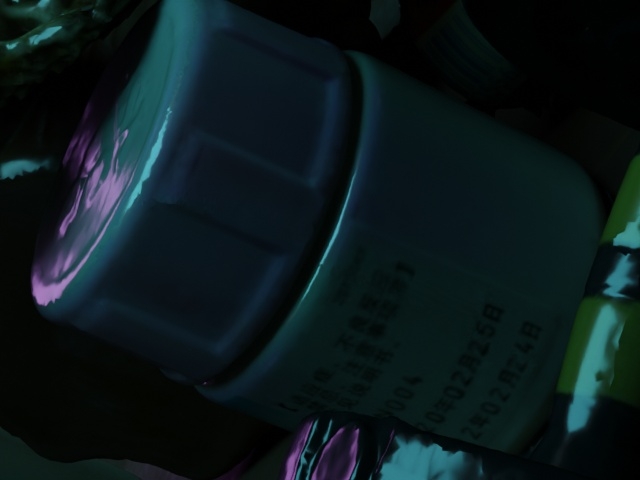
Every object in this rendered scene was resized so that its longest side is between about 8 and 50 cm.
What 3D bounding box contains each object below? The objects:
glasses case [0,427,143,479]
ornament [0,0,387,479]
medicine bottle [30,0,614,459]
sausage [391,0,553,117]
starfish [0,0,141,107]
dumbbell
[{"bbox_3d":[-0.117,0.170,0.762,0.070,0.131,0.313,-63,21,7],"label":"glasses case"},{"bbox_3d":[-0.070,-0.043,0.805,0.221,0.235,0.217,-17,43,29],"label":"ornament"},{"bbox_3d":[0.000,0.000,0.608,0.135,0.168,0.135,-49,27,35],"label":"medicine bottle"},{"bbox_3d":[0.128,-0.141,0.591,0.264,0.083,0.083,-42,31,44],"label":"sausage"},{"bbox_3d":[-0.127,-0.125,0.645,0.398,0.132,0.384,-45,19,0],"label":"starfish"},{"bbox_3d":[0.081,0.012,0.435,0.143,0.143,0.325,-6,62,66],"label":"dumbbell"}]
